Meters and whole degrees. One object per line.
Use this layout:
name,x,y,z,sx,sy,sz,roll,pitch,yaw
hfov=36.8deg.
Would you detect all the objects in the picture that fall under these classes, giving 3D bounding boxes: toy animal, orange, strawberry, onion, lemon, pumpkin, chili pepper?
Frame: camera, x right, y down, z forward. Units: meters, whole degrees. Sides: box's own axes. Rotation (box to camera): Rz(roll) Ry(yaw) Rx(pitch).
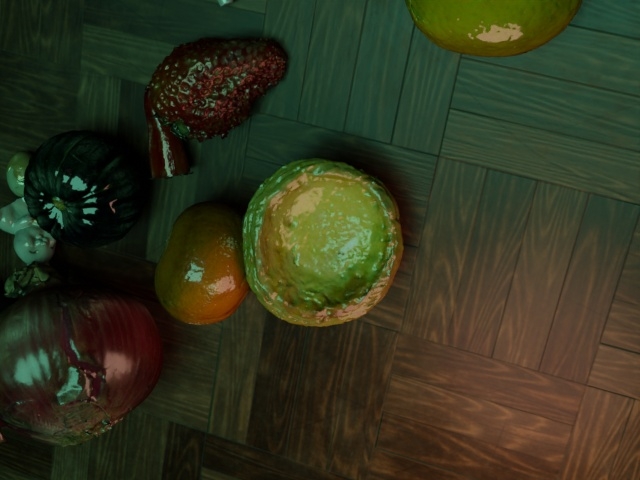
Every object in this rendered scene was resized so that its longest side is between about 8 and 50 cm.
toy animal,-0.542,0.008,1.848,0.181,0.131,0.127,59,146,0
orange,-0.192,0.042,1.667,0.170,0.224,0.224,18,115,-12
strawberry,-0.188,-0.267,1.597,0.175,0.107,0.236,42,103,9
onion,-0.466,0.232,1.757,0.354,0.353,0.353,6,110,16
lemon,0.240,-0.379,1.361,0.267,0.267,0.267,6,110,16
pumpkin,-0.423,-0.090,1.722,0.221,0.162,0.220,12,118,24
chili pepper,-0.281,-0.195,1.701,0.088,0.065,0.168,-2,102,41

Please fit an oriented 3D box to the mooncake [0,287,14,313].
mooncake,-0.768,0.215,1.924,0.381,0.212,0.350,28,108,4

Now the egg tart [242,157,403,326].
egg tart,0.000,0.000,1.615,0.294,0.123,0.294,-2,104,-8

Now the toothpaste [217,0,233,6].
toothpaste,-0.194,-0.491,1.580,0.052,0.033,0.218,-19,98,16

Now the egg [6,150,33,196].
egg,-0.553,-0.125,1.800,0.071,0.071,0.083,-18,96,22
